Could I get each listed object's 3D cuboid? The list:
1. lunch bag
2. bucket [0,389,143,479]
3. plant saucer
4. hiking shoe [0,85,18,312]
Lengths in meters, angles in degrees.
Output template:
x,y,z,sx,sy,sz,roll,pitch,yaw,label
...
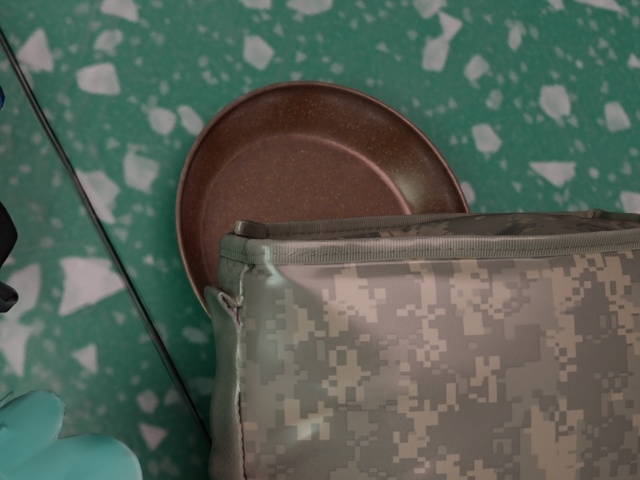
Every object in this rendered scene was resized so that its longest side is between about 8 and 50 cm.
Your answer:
x,y,z,sx,sy,sz,roll,pitch,yaw,label
0.066,0.103,0.967,0.287,0.169,0.235,-2,95,-27,lunch bag
-0.141,0.229,0.809,0.183,0.281,0.281,-33,87,-27,bucket
0.000,0.000,1.080,0.199,0.036,0.198,9,68,-23,plant saucer
-0.244,-0.105,0.986,0.132,0.113,0.304,22,53,-50,hiking shoe
